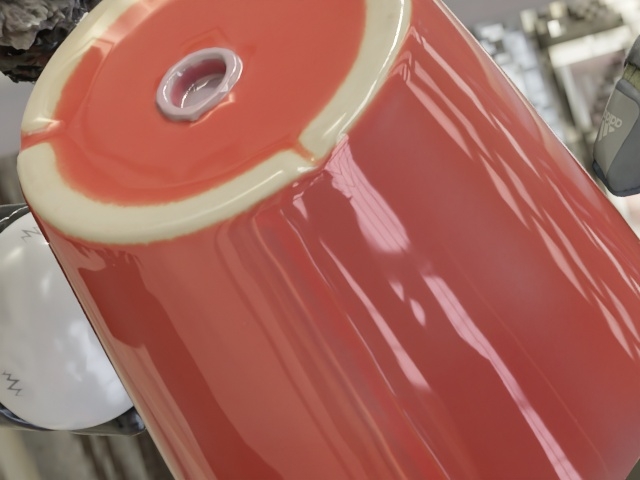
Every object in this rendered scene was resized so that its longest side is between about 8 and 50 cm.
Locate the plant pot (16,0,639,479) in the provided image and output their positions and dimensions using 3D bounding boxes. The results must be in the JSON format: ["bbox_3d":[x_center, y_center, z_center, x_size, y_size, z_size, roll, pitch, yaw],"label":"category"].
[{"bbox_3d":[0.000,0.000,0.915,0.243,0.275,0.275,55,11,-41],"label":"plant pot"}]

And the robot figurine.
[{"bbox_3d":[-0.232,0.056,1.471,0.278,0.209,0.173,-2,-100,49],"label":"robot figurine"}]

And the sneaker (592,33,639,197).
[{"bbox_3d":[0.220,-0.001,0.760,0.300,0.121,0.111,37,5,-21],"label":"sneaker"}]

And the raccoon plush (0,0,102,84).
[{"bbox_3d":[-0.149,-0.295,1.164,0.446,0.299,0.216,55,1,-43],"label":"raccoon plush"}]
